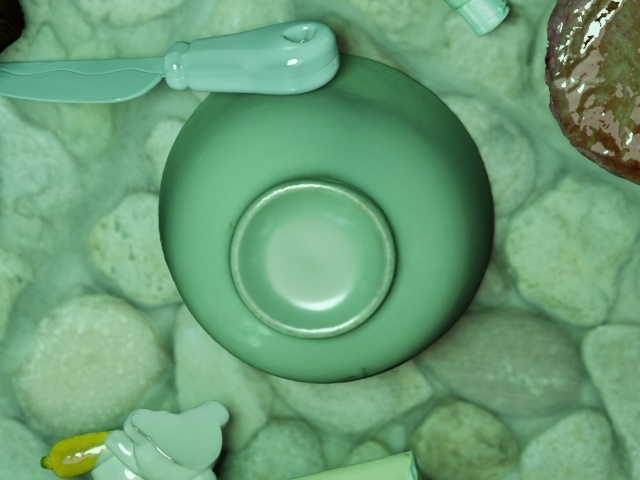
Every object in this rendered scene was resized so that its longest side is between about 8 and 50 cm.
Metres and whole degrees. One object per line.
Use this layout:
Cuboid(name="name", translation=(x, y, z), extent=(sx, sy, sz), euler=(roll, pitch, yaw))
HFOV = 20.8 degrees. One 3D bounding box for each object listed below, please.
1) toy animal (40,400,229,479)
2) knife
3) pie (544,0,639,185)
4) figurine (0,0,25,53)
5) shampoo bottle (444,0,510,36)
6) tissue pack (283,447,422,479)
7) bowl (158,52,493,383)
Cuboid(name="toy animal", translation=(-0.161, 0.219, 1.511), extent=(0.181, 0.131, 0.127), euler=(-48, 61, 43))
Cuboid(name="knife", translation=(-0.149, -0.134, 1.412), extent=(0.331, 0.080, 0.044), euler=(-4, 127, 11))
Cuboid(name="pie", translation=(0.288, -0.141, 1.421), extent=(0.219, 0.054, 0.204), euler=(22, 105, -3))
Cuboid(name="figurine", translation=(-0.395, -0.140, 1.390), extent=(0.315, 0.168, 0.187), euler=(-23, 62, 8))
Cuboid(name="shampoo bottle", translation=(0.078, -0.245, 1.409), extent=(0.069, 0.041, 0.190), euler=(-41, 100, 7))
Cuboid(name="tissue pack", translation=(-0.071, 0.377, 1.464), extent=(0.405, 0.205, 0.331), euler=(-13, 125, 6))
Cuboid(name="bowl", translation=(0.000, 0.000, 1.426), extent=(0.289, 0.146, 0.289), euler=(1, 106, 3))
